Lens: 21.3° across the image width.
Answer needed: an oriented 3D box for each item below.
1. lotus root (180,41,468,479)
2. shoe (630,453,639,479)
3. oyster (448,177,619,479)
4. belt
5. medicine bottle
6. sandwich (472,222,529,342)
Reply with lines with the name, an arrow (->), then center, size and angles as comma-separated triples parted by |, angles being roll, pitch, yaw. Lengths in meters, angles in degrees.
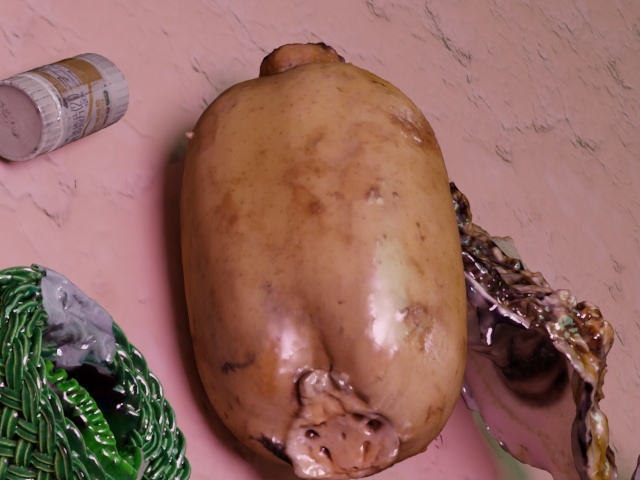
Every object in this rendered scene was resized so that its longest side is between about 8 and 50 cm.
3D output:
lotus root -> 0.000, 0.000, 0.981 | 0.160, 0.146, 0.284 | -1, 55, -7
shoe -> 0.226, 0.244, 1.172 | 0.099, 0.125, 0.227 | 22, 63, 6
oyster -> 0.122, 0.064, 1.095 | 0.214, 0.083, 0.223 | 42, -20, 55
belt -> -0.133, 0.089, 0.811 | 0.151, 0.079, 0.121 | 57, 20, -24
medicine bottle -> -0.148, -0.075, 0.946 | 0.047, 0.047, 0.083 | 59, 31, 0
sandwich -> 0.124, 0.042, 1.232 | 0.093, 0.036, 0.105 | 22, 48, -45
